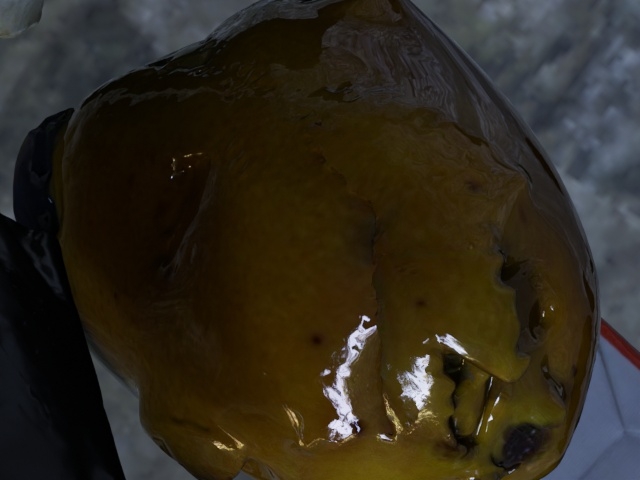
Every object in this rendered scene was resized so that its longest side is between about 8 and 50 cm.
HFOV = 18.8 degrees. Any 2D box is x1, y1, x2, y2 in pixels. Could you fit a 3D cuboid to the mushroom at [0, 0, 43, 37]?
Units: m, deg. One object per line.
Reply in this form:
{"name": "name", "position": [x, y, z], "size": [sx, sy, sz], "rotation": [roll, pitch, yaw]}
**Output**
{"name": "mushroom", "position": [-0.109, -0.184, 0.907], "size": [0.099, 0.096, 0.278], "rotation": [-31, 1, -43]}

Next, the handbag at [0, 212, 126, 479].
{"name": "handbag", "position": [-0.152, 0.014, 0.596], "size": [0.080, 0.223, 0.247], "rotation": [-37, 36, 9]}

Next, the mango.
{"name": "mango", "position": [0.000, 0.000, 0.778], "size": [0.287, 0.152, 0.201], "rotation": [47, 119, 45]}

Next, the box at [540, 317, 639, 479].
{"name": "box", "position": [0.111, 0.138, 0.965], "size": [0.182, 0.133, 0.099], "rotation": [-42, -9, -30]}
